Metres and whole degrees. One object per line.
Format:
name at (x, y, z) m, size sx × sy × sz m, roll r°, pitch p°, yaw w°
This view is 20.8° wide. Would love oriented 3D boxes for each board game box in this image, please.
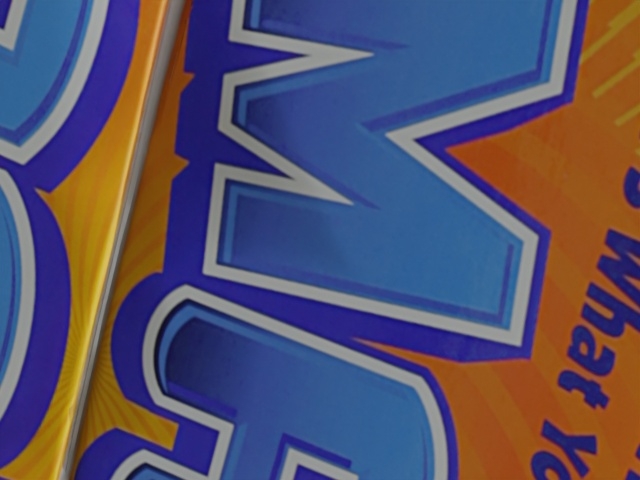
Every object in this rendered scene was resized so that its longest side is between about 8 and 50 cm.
board game box at (0.000, 0.000, 0.630) m, size 0.356 × 0.356 × 0.356 m, roll -31°, pitch 139°, yaw -66°
